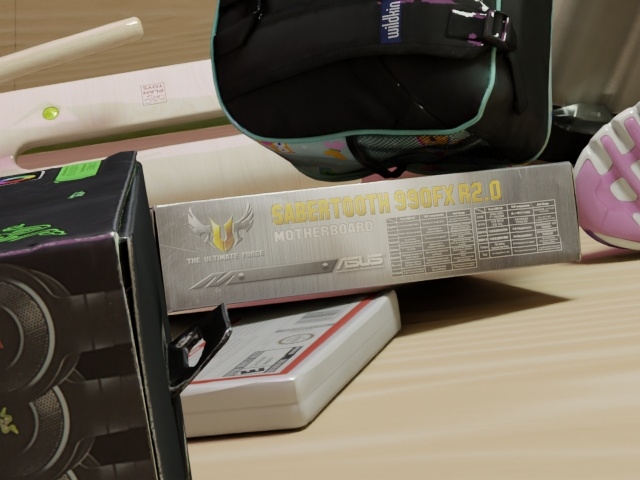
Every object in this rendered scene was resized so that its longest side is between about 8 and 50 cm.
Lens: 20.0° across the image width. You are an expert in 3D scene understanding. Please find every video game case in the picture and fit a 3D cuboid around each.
[{"bbox_3d":[-0.119,0.067,0.883,0.285,0.025,0.204,-7,7,15],"label":"video game case"}]

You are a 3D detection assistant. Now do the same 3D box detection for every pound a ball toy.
[{"bbox_3d":[-0.135,-0.052,1.281,0.319,0.136,0.208,-10,-29,-6],"label":"pound a ball toy"}]

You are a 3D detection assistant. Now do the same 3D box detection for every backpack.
[{"bbox_3d":[0.038,-0.113,1.026,0.188,0.166,0.144,-4,-15,24],"label":"backpack"}]

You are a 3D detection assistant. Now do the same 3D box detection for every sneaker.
[{"bbox_3d":[0.254,-0.058,1.107,0.236,0.095,0.104,-28,-7,-12],"label":"sneaker"}]

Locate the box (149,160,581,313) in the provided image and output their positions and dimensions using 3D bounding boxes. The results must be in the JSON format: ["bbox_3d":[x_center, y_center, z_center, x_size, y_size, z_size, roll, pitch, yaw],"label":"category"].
[{"bbox_3d":[0.000,0.000,1.001,0.231,0.056,0.183,-7,-1,-17],"label":"box"}]

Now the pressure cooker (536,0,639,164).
[{"bbox_3d":[0.188,-0.257,1.610,0.370,0.420,0.375,-7,38,-37],"label":"pressure cooker"}]

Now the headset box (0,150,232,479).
[{"bbox_3d":[-0.163,0.063,0.539,0.283,0.131,0.246,-9,7,-3],"label":"headset box"}]
